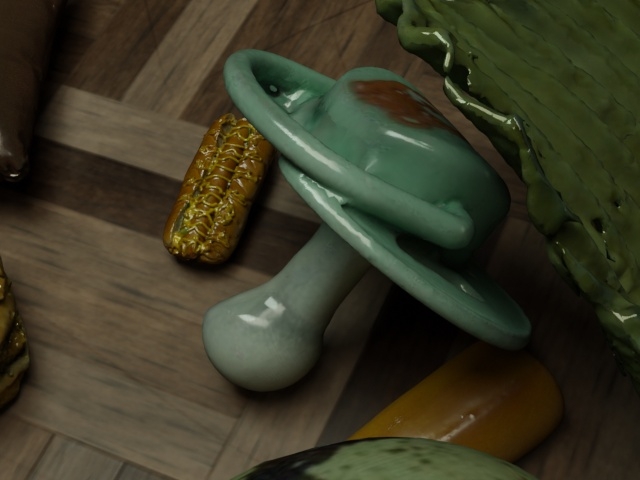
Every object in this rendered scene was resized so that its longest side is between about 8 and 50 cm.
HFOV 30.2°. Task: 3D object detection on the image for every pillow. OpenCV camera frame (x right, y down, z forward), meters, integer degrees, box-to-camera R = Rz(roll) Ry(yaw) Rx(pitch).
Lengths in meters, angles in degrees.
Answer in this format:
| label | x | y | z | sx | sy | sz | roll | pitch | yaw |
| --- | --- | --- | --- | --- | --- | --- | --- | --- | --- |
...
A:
| label | x | y | z | sx | sy | sz | roll | pitch | yaw |
| --- | --- | --- | --- | --- | --- | --- | --- | --- | --- |
| pillow | -0.402 | -0.172 | 1.143 | 0.308 | 0.108 | 0.305 | -1 | 53 | 6 |

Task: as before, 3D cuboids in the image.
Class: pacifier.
| label | x | y | z | sx | sy | sz | roll | pitch | yaw |
| --- | --- | --- | --- | --- | --- | --- | --- | --- | --- |
| pacifier | 0.000 | 0.000 | 0.909 | 0.269 | 0.288 | 0.343 | -51 | 30 | 10 |

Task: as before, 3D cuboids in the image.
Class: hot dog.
| label | x | y | z | sx | sy | sz | roll | pitch | yaw |
| --- | --- | --- | --- | --- | --- | --- | --- | --- | --- |
| hot dog | -0.090 | -0.045 | 1.057 | 0.071 | 0.045 | 0.165 | 12 | 55 | 12 |

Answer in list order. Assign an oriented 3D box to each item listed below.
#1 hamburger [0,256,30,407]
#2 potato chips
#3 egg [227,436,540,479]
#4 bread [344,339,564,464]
| label | x | y | z | sx | sy | sz | roll | pitch | yaw |
| --- | --- | --- | --- | --- | --- | --- | --- | --- | --- |
| hamburger | -0.346 | 0.070 | 0.970 | 0.213 | 0.108 | 0.214 | -1 | 58 | 2 |
| potato chips | 0.200 | -0.048 | 0.849 | 0.389 | 0.097 | 0.373 | 59 | 36 | -3 |
| egg | 0.002 | 0.272 | 0.673 | 0.379 | 0.287 | 0.287 | -33 | 57 | -3 |
| bread | 0.072 | 0.160 | 0.875 | 0.239 | 0.074 | 0.092 | -34 | 63 | -17 |
